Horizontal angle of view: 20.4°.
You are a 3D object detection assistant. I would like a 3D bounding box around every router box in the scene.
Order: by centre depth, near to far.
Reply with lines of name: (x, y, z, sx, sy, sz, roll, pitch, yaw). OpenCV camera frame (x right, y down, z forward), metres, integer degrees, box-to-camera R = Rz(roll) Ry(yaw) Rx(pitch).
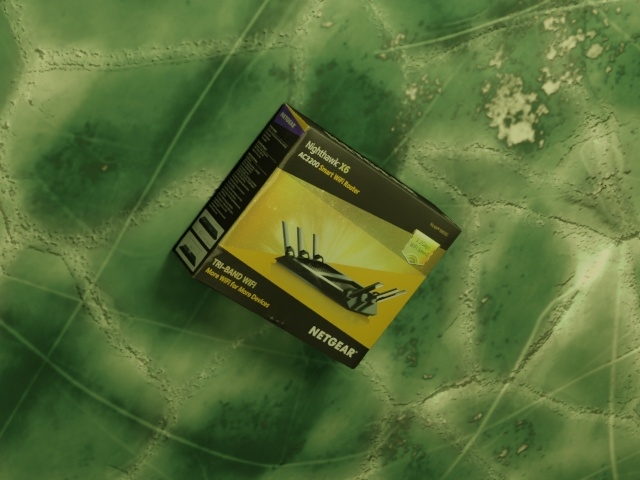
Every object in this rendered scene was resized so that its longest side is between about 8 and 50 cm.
router box: (0.000, 0.000, 2.314, 0.309, 0.081, 0.243, 31, 99, -37)
